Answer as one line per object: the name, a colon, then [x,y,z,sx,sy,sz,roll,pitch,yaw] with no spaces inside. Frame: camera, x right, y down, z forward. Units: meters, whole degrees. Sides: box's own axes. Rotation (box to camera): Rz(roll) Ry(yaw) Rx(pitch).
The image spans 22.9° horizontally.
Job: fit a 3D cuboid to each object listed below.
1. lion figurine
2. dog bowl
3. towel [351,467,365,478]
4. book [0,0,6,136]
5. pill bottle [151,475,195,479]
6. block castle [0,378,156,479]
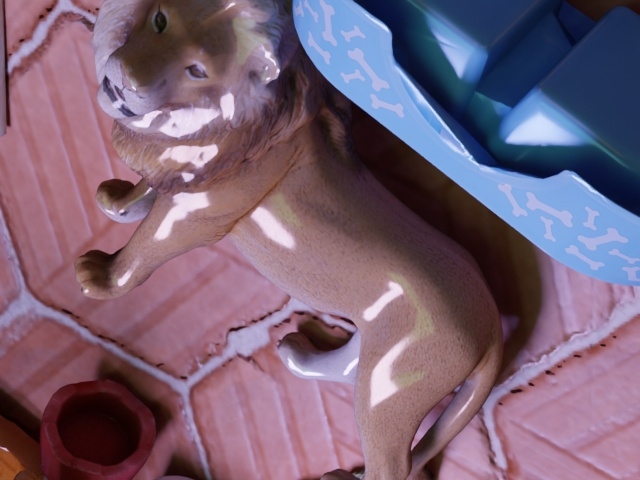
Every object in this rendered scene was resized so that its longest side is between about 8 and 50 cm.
lion figurine: [0.000,0.000,0.965,0.392,0.142,0.240,39,127,-19]
dog bowl: [0.110,-0.092,0.830,0.297,0.166,0.074,39,141,8]
towel: [0.042,0.231,1.128,0.110,0.027,0.148,-24,101,38]
book: [-0.268,-0.149,1.118,0.096,0.035,0.144,20,126,27]
pill bottle: [-0.124,0.250,1.211,0.078,0.078,0.137,35,128,11]
block castle: [-0.355,0.197,1.089,0.303,0.453,0.213,38,137,11]
